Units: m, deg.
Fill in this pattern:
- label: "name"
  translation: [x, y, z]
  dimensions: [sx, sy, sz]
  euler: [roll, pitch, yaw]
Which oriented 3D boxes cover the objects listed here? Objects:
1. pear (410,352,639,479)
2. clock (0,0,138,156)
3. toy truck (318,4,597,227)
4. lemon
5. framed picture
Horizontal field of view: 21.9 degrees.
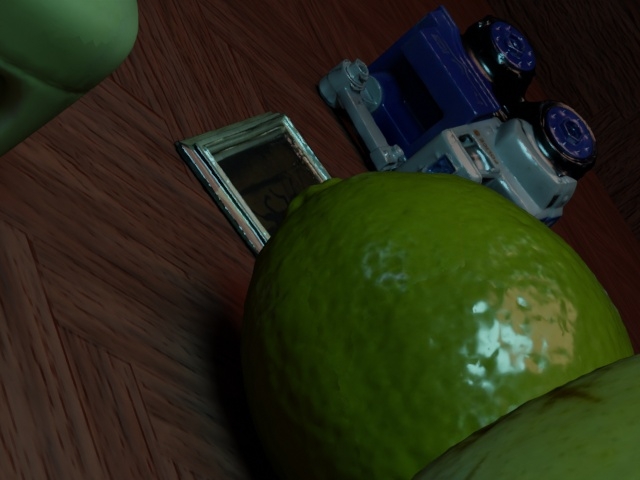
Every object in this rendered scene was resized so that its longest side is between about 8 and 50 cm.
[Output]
- label: "pear"
  translation: [0.146, 0.182, 0.570]
  dimensions: [0.309, 0.309, 0.309]
  euler: [50, 15, -18]
- label: "clock"
  translation: [-0.225, -0.185, 0.574]
  dimensions: [0.286, 0.117, 0.348]
  euler: [61, 16, 24]
- label: "toy truck"
  translation: [0.114, -0.086, 1.426]
  dimensions: [0.177, 0.161, 0.213]
  euler: [-17, 71, -55]
- label: "lemon"
  translation: [0.053, 0.060, 0.777]
  dimensions: [0.184, 0.184, 0.248]
  euler: [32, 26, -57]
- label: "framed picture"
  translation: [0.000, 0.000, 1.081]
  dimensions: [0.197, 0.014, 0.252]
  euler: [54, 14, -1]
